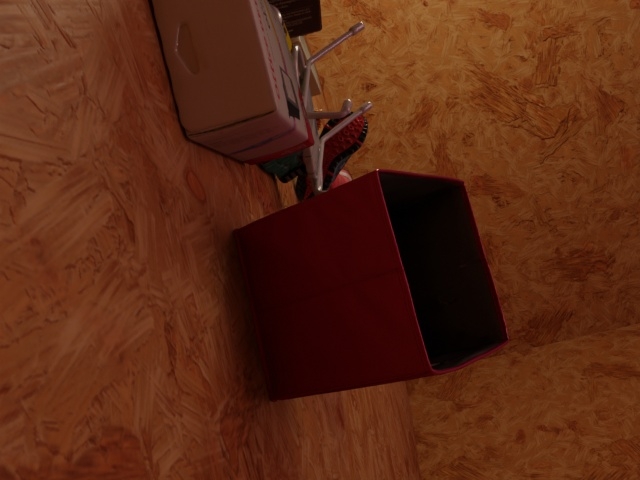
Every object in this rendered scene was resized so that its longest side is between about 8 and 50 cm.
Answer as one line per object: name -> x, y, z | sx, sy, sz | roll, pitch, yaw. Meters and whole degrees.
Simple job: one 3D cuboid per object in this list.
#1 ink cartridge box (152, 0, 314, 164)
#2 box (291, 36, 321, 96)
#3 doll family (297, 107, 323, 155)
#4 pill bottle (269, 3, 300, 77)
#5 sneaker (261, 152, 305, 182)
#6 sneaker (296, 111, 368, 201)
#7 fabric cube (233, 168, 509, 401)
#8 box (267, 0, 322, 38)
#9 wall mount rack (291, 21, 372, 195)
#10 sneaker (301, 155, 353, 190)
ink cartridge box -> -0.115, -0.247, 0.923 | 0.306, 0.131, 0.226 | -8, 83, -83
box -> -0.078, -0.532, 1.837 | 0.275, 0.094, 0.113 | 57, 20, -67
doll family -> -0.055, -0.339, 1.543 | 0.163, 0.118, 0.263 | 40, 36, -76
pill bottle -> -0.103, -0.348, 1.236 | 0.215, 0.117, 0.117 | 64, 13, -54
sneaker -> -0.093, -0.187, 1.236 | 0.098, 0.083, 0.224 | 58, -3, 13
sneaker -> 0.020, -0.215, 1.588 | 0.104, 0.262, 0.125 | 37, -4, -2
fabric cube -> 0.074, 0.067, 0.891 | 0.254, 0.258, 0.259 | -2, 75, -54
box -> -0.094, -0.605, 1.236 | 0.381, 0.143, 0.191 | 85, -12, -59
wall mount rack -> 0.031, -0.267, 1.280 | 0.350, 0.130, 0.304 | 79, 13, -48
sneaker -> 0.016, -0.165, 1.861 | 0.314, 0.115, 0.136 | 50, 36, -57
